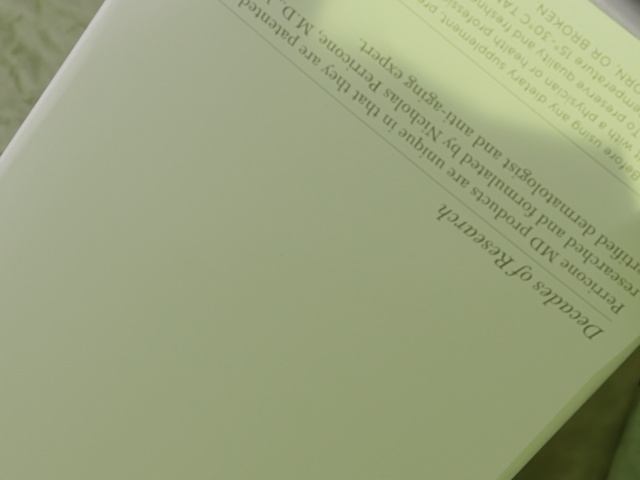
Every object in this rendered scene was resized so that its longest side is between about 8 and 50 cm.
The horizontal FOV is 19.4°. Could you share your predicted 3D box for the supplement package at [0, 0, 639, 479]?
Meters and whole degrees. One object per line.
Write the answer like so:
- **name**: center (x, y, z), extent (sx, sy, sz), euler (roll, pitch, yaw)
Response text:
- **supplement package**: center (0.000, 0.000, 0.602), extent (0.175, 0.177, 0.293), euler (39, 117, 1)
